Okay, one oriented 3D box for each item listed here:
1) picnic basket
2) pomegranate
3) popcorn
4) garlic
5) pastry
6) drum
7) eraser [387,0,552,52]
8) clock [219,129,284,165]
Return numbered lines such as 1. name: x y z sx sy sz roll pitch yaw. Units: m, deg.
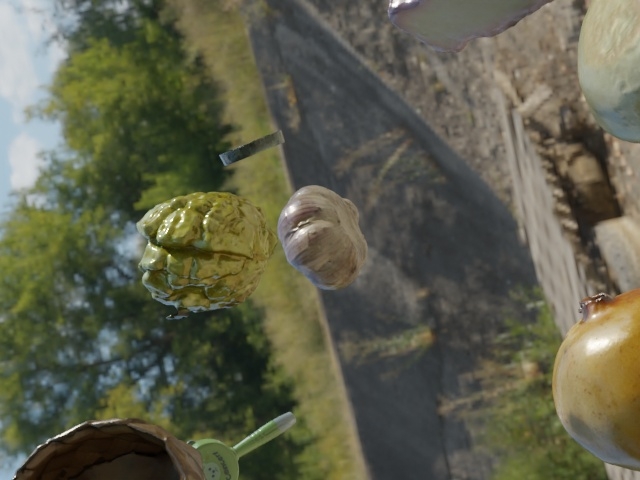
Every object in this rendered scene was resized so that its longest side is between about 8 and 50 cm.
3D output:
1. picnic basket: -0.260 0.362 1.235 0.337 0.293 0.337 -19 -90 -82
2. pomegranate: 0.445 0.189 1.528 0.264 0.264 0.264 -12 -90 -88
3. popcorn: -0.145 0.018 1.319 0.173 0.174 0.142 64 -179 -81
4. garlic: 0.000 0.000 1.486 0.147 0.102 0.159 47 -155 -37
5. pastry: 0.258 -0.152 0.844 0.156 0.092 0.156 -56 20 33
6. drum: -0.165 0.376 2.032 0.130 0.253 0.049 51 153 -14
7. eraser: 0.220 -0.427 1.263 0.272 0.122 0.359 -25 47 50
8. clock: -0.084 -0.115 1.364 0.085 0.085 0.017 -81 -31 -84
